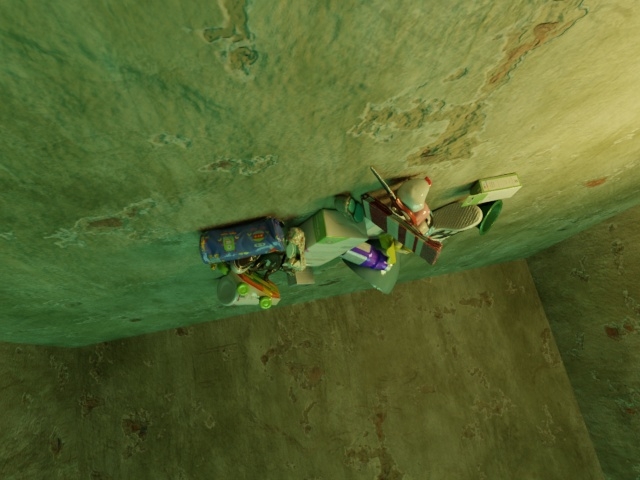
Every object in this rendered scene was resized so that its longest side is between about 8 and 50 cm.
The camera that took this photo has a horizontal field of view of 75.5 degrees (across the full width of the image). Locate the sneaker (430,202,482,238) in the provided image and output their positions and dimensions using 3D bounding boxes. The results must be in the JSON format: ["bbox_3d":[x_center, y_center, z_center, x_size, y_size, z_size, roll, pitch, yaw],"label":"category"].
[{"bbox_3d":[0.564,-0.083,1.811,0.321,0.126,0.128,-12,163,43],"label":"sneaker"}]

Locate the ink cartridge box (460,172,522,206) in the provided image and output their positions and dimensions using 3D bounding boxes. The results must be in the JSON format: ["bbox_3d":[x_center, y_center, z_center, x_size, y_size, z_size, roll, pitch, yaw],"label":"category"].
[{"bbox_3d":[0.648,-0.195,1.599,0.210,0.062,0.109,-11,164,-2],"label":"ink cartridge box"}]

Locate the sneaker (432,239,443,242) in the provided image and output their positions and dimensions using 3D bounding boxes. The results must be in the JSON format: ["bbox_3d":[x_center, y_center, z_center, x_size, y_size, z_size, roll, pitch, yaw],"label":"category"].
[{"bbox_3d":[0.530,-0.017,2.073,0.238,0.085,0.086,-13,169,-2],"label":"sneaker"}]

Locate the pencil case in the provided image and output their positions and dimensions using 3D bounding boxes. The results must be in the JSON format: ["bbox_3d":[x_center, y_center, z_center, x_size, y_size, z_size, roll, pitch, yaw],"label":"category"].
[{"bbox_3d":[-0.277,-0.001,1.476,0.307,0.133,0.119,-11,-171,2],"label":"pencil case"}]

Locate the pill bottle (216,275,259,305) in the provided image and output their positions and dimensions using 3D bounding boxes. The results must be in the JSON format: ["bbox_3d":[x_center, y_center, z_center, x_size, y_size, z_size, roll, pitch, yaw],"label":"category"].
[{"bbox_3d":[-0.401,0.271,2.226,0.161,0.160,0.283,-22,161,31],"label":"pill bottle"}]

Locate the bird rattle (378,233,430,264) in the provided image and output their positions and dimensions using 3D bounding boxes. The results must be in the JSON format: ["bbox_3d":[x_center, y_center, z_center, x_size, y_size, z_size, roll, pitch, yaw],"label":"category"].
[{"bbox_3d":[0.386,-0.005,1.799,0.254,0.143,0.207,-36,148,29],"label":"bird rattle"}]

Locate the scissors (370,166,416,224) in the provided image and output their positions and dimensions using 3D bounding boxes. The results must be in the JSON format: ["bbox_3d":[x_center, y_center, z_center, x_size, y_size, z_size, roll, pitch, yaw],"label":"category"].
[{"bbox_3d":[0.243,-0.139,1.337,0.021,0.109,0.297,-47,145,-3],"label":"scissors"}]

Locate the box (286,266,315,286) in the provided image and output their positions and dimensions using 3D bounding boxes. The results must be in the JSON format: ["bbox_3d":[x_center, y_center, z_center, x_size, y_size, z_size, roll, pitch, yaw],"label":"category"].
[{"bbox_3d":[-0.107,0.166,2.127,0.126,0.137,0.072,4,158,-44],"label":"box"}]

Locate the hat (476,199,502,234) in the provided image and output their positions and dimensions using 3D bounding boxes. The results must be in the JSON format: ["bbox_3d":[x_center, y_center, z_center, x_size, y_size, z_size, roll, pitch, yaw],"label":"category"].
[{"bbox_3d":[0.711,-0.132,1.928,0.173,0.184,0.208,-3,121,-50],"label":"hat"}]

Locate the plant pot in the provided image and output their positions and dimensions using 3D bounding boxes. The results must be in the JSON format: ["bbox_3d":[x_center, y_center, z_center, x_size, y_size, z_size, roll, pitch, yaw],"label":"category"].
[{"bbox_3d":[0.279,0.099,2.029,0.195,0.290,0.290,-54,153,7],"label":"plant pot"}]

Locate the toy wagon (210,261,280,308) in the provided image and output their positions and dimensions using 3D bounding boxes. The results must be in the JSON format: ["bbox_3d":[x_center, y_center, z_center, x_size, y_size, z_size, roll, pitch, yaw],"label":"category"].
[{"bbox_3d":[-0.339,0.180,1.885,0.345,0.068,0.267,35,-175,-20],"label":"toy wagon"}]

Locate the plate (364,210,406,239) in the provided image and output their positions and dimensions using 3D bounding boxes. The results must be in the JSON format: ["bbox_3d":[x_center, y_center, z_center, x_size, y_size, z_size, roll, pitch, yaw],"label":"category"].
[{"bbox_3d":[0.273,-0.060,1.814,0.278,0.045,0.278,-3,161,-28],"label":"plate"}]

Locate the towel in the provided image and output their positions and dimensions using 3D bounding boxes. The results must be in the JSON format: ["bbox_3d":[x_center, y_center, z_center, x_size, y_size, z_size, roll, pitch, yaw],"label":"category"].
[{"bbox_3d":[0.292,-0.038,1.512,0.037,0.329,0.237,-51,164,-6],"label":"towel"}]

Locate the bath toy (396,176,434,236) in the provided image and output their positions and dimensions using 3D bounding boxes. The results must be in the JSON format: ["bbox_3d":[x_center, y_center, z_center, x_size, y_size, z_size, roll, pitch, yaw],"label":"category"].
[{"bbox_3d":[0.349,-0.130,1.495,0.129,0.151,0.348,-49,155,-2],"label":"bath toy"}]

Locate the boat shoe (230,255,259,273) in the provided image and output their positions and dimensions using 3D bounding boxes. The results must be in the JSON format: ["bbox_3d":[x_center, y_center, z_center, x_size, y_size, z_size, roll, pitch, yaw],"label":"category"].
[{"bbox_3d":[-0.267,0.041,1.576,0.070,0.078,0.219,-35,-165,36],"label":"boat shoe"}]

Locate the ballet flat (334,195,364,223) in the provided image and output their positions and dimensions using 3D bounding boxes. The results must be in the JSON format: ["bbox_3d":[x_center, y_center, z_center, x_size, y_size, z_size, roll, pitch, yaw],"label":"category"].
[{"bbox_3d":[0.102,-0.116,1.492,0.068,0.072,0.213,12,172,22],"label":"ballet flat"}]

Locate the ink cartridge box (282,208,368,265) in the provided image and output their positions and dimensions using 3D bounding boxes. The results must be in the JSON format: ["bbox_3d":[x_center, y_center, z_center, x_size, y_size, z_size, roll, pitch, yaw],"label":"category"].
[{"bbox_3d":[0.000,0.000,1.676,0.207,0.119,0.354,4,157,-35],"label":"ink cartridge box"}]

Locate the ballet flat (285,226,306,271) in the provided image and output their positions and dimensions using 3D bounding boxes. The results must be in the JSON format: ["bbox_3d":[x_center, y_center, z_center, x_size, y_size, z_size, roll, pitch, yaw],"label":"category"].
[{"bbox_3d":[-0.103,0.050,1.563,0.091,0.077,0.240,19,139,19],"label":"ballet flat"}]

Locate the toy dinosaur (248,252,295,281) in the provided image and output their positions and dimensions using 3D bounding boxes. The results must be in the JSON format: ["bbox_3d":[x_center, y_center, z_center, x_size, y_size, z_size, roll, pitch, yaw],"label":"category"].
[{"bbox_3d":[-0.242,0.100,1.901,0.160,0.121,0.314,-42,147,12],"label":"toy dinosaur"}]

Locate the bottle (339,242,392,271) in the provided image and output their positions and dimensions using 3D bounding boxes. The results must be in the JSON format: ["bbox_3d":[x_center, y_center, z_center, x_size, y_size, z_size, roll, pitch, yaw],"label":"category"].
[{"bbox_3d":[0.185,0.059,1.840,0.283,0.092,0.118,22,155,-14],"label":"bottle"}]
